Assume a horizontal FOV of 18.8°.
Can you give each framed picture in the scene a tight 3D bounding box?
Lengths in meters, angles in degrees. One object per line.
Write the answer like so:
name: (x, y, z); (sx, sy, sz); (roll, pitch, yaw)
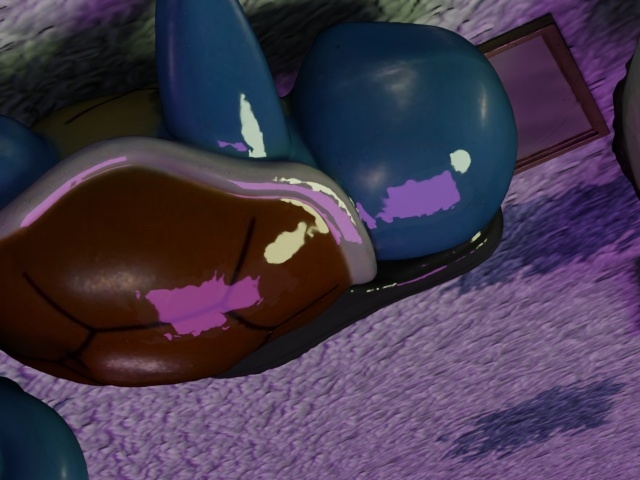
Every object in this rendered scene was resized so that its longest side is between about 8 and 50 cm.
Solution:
framed picture: (0.115, -0.083, 1.307); (0.136, 0.010, 0.201); (-23, 156, 11)

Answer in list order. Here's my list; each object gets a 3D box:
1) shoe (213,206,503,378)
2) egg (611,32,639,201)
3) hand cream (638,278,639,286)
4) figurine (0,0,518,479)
shoe: (0.000, 0.000, 1.292); (0.241, 0.108, 0.093); (-23, 142, 6)
egg: (0.352, -0.064, 1.128); (0.337, 0.201, 0.337); (-2, 118, -4)
hand cream: (0.320, 0.059, 1.740); (0.078, 0.050, 0.205); (-25, 161, 7)
figurine: (-0.099, -0.013, 1.087); (0.416, 0.243, 0.298); (-37, 150, -11)
